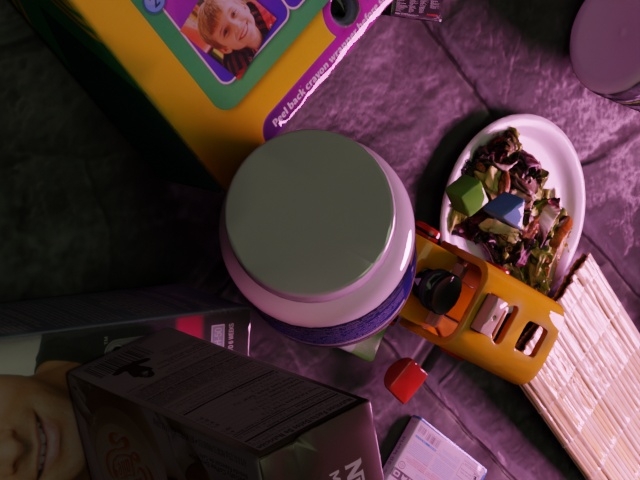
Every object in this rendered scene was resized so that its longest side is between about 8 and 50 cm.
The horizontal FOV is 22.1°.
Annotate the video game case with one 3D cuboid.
[{"bbox_3d":[0.088,0.269,1.604,0.119,0.015,0.166,41,74,-37],"label":"video game case"}]

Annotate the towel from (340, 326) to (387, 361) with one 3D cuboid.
[{"bbox_3d":[0.016,0.035,1.498,0.152,0.023,0.113,32,81,-40],"label":"towel"}]

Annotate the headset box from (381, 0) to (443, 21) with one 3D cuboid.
[{"bbox_3d":[0.082,-0.242,1.481,0.062,0.032,0.083,1,98,-39],"label":"headset box"}]

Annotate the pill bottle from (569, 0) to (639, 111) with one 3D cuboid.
[{"bbox_3d":[0.377,-0.178,1.667,0.246,0.130,0.130,16,89,-40],"label":"pill bottle"}]

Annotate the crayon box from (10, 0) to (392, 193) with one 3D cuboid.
[{"bbox_3d":[-0.077,-0.276,1.302,0.363,0.106,0.313,-51,124,-19],"label":"crayon box"}]

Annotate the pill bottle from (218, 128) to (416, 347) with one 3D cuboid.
[{"bbox_3d":[0.000,0.000,1.306,0.264,0.153,0.153,67,45,-81],"label":"pill bottle"}]

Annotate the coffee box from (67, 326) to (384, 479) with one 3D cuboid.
[{"bbox_3d":[-0.066,0.164,1.165,0.098,0.246,0.141,-24,114,-33],"label":"coffee box"}]

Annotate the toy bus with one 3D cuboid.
[{"bbox_3d":[0.130,0.057,1.501,0.202,0.104,0.191,-24,118,-25],"label":"toy bus"}]

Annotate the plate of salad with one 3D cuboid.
[{"bbox_3d":[0.197,-0.024,1.609,0.200,0.048,0.199,-9,106,-36],"label":"plate of salad"}]

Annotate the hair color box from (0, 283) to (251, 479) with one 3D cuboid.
[{"bbox_3d":[-0.237,0.148,1.258,0.374,0.114,0.185,-6,103,-37],"label":"hair color box"}]

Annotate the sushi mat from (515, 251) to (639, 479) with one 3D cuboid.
[{"bbox_3d":[0.299,0.161,1.727,0.151,0.019,0.316,-54,132,-18],"label":"sushi mat"}]
